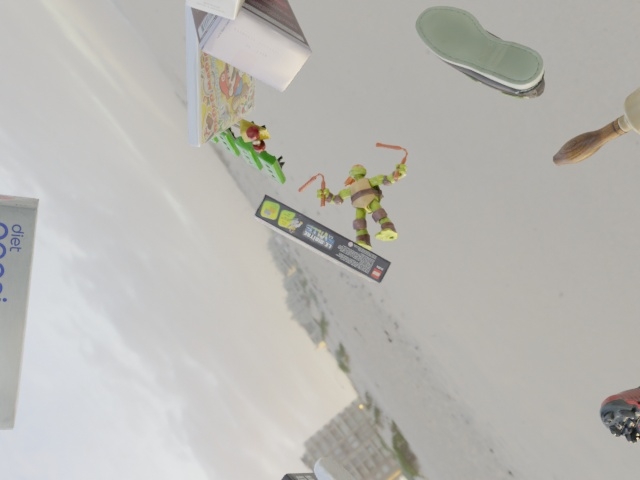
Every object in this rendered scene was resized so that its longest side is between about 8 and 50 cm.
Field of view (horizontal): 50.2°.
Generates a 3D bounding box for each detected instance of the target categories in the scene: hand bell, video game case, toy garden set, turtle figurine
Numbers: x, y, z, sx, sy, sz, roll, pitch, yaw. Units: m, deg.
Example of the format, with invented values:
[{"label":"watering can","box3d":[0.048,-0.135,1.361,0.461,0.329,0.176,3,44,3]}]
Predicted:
[{"label":"hand bell","box3d":[0.441,-0.169,1.021,0.126,0.126,0.242,50,147,-5]},{"label":"video game case","box3d":[-0.158,-0.294,1.126,0.026,0.227,0.206,15,-148,16]},{"label":"toy garden set","box3d":[-0.185,-0.239,1.500,0.244,0.049,0.204,33,169,18]},{"label":"turtle figurine","box3d":[0.088,-0.085,1.534,0.087,0.269,0.217,43,-147,-61]}]

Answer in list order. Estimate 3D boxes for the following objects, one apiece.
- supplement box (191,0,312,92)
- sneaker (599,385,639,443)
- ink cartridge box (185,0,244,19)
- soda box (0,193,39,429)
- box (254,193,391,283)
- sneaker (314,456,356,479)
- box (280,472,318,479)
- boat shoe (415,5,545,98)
[{"label":"supplement box","box3d":[-0.106,-0.314,0.925,0.130,0.073,0.239,21,-146,-34]},{"label":"sneaker","box3d":[0.598,0.273,1.174,0.135,0.276,0.098,-99,12,-45]},{"label":"ink cartridge box","box3d":[-0.093,-0.350,0.742,0.061,0.181,0.104,17,-137,-6]},{"label":"soda box","box3d":[-0.416,0.086,0.850,0.098,0.286,0.091,7,-171,-22]},{"label":"box","box3d":[0.000,0.000,1.021,0.207,0.036,0.114,28,176,-4]},{"label":"sneaker","box3d":[0.045,0.457,1.115,0.212,0.094,0.080,50,-172,1]},{"label":"box","box3d":[0.083,0.606,1.379,0.318,0.097,0.395,33,174,25]},{"label":"boat shoe","box3d":[0.241,-0.283,1.041,0.227,0.081,0.068,40,-176,29]}]
